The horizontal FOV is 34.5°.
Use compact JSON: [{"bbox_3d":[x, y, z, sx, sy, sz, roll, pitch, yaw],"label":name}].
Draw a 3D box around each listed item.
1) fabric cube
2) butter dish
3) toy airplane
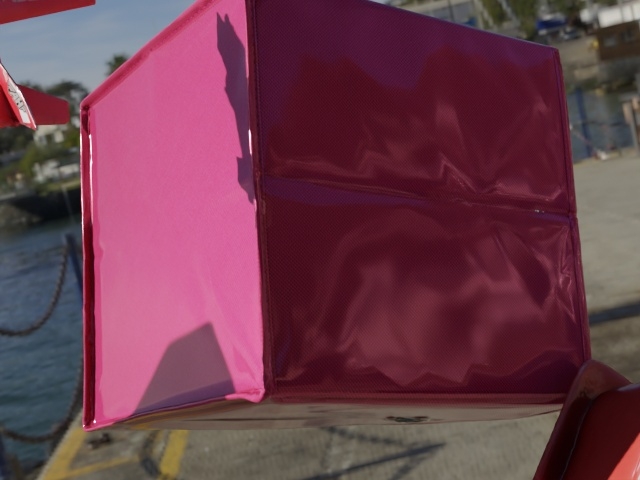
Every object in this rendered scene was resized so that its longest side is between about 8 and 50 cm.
[{"bbox_3d":[0.000,0.000,0.720,0.258,0.259,0.254,5,-15,-35],"label":"fabric cube"},{"bbox_3d":[0.214,0.146,0.579,0.160,0.160,0.118,-53,4,-41],"label":"butter dish"},{"bbox_3d":[-0.181,-0.113,0.557,0.151,0.151,0.028,-20,-19,-41],"label":"toy airplane"}]
